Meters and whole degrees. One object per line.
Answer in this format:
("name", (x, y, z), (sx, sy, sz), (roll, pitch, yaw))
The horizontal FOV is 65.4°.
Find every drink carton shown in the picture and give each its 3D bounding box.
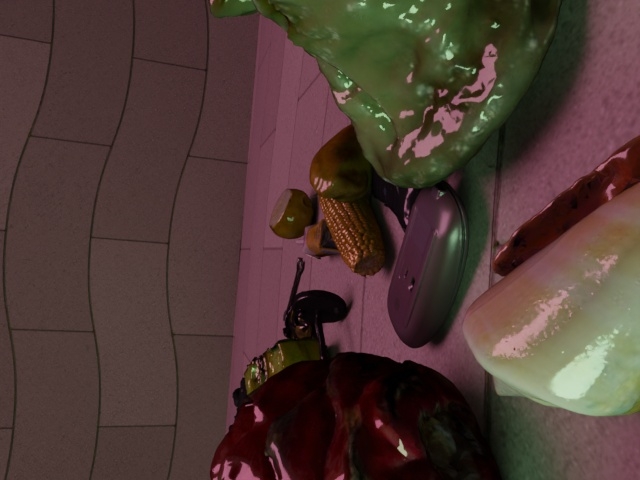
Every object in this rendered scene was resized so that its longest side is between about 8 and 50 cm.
("drink carton", (0.000, 0.000, 1.134), (0.200, 0.074, 0.084), (163, 112, -74))

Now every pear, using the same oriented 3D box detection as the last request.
("pear", (-0.053, 0.357, 1.076), (0.238, 0.163, 0.256), (-48, 44, 49))
("pear", (-0.070, -0.067, 1.359), (0.141, 0.104, 0.141), (-45, 27, 32))

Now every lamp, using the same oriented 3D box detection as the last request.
("lamp", (0.042, 0.254, 0.931), (0.130, 0.108, 0.371), (68, -179, -49))

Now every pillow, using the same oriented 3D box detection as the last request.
("pillow", (0.121, -0.105, 0.772), (0.208, 0.055, 0.142), (-116, 32, -66))

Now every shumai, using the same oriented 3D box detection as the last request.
("shumai", (0.048, -0.278, 0.561), (0.324, 0.323, 0.398), (-30, 50, 60))

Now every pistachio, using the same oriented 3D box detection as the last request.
("pistachio", (0.043, -0.133, 0.891), (0.189, 0.110, 0.100), (-59, -34, -32))

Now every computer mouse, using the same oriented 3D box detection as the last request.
("computer mouse", (0.142, 0.034, 0.658), (0.120, 0.057, 0.233), (-111, 28, -57))

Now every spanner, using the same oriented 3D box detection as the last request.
("spanner", (-0.081, 0.155, 1.482), (0.054, 0.015, 0.255), (-104, 25, -54))

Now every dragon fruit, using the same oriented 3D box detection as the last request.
("dragon fruit", (0.035, 0.272, 0.525), (0.329, 0.328, 0.330), (-175, 90, -74))

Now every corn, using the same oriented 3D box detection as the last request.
("corn", (0.056, -0.034, 0.918), (0.091, 0.091, 0.260), (-34, 37, 14))

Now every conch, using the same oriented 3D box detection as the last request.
("conch", (0.215, 0.032, 0.349), (0.255, 0.127, 0.158), (-47, 4, 31))

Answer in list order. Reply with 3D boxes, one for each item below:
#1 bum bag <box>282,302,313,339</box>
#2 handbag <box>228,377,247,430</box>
("bum bag", (-0.055, 0.213, 1.287), (0.232, 0.060, 0.107), (151, 114, -74))
("handbag", (-0.141, 0.484, 1.286), (0.181, 0.181, 0.255), (-142, 58, -72))
